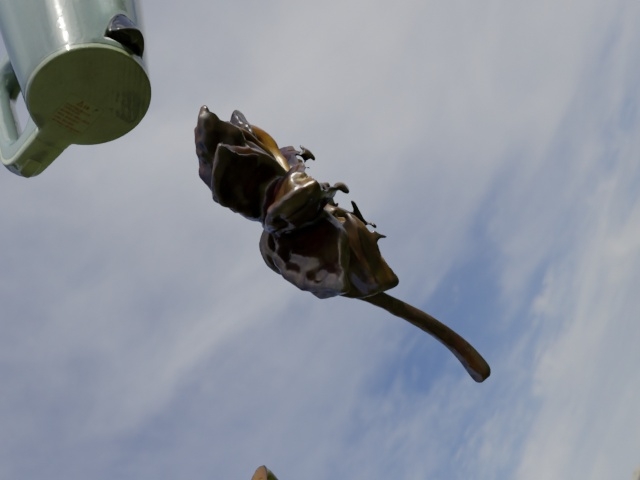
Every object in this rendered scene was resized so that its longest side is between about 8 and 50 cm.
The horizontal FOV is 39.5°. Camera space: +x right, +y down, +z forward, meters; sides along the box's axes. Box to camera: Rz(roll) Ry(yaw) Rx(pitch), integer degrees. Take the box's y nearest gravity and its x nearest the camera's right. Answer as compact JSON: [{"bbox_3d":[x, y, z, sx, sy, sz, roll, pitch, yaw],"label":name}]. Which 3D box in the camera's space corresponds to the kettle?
[{"bbox_3d":[-0.265,-0.195,0.893,0.211,0.243,0.160,-37,-42,18],"label":"kettle"}]

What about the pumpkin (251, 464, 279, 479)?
[{"bbox_3d":[-0.050,0.253,0.839,0.050,0.028,0.083,-54,23,40],"label":"pumpkin"}]

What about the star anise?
[{"bbox_3d":[0.003,0.000,0.565,0.073,0.234,0.177,-51,-26,6],"label":"star anise"}]
